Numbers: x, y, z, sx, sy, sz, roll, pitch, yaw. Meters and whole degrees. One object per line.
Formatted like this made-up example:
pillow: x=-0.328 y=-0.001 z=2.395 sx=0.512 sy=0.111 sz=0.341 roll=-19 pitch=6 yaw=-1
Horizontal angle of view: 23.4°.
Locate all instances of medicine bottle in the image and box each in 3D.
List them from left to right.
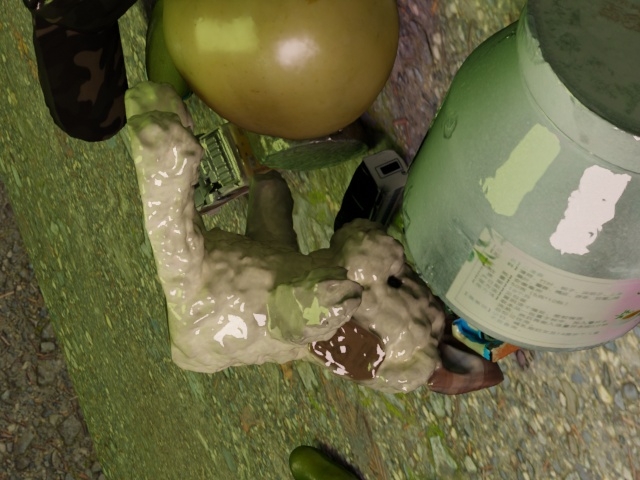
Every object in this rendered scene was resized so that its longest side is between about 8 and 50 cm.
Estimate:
medicine bottle: x=0.210 y=-0.079 z=1.217 sx=0.245 sy=0.245 sz=0.290 roll=59 pitch=156 yaw=21

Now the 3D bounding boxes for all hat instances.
hat: x=-0.282 y=-0.339 z=2.156 sx=0.366 sy=0.257 sz=0.381 roll=-77 pitch=-33 yaw=-47

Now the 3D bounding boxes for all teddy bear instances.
teddy bear: x=0.000 y=0.000 z=1.641 sx=0.327 sy=0.362 sz=0.375 roll=-114 pitch=16 yaw=-69

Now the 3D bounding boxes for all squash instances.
squash: x=-0.192 y=-0.293 z=2.131 sx=0.094 sy=0.094 sz=0.341 roll=62 pitch=160 yaw=14

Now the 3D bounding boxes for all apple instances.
apple: x=-0.042 y=-0.232 z=1.644 sx=0.262 sy=0.262 sz=0.262 roll=48 pitch=150 yaw=40

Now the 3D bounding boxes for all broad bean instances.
broad bean: x=0.042 y=0.360 z=2.239 sx=0.318 sy=0.056 sz=0.098 roll=9 pitch=112 yaw=58

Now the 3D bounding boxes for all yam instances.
yam: x=-0.070 y=-0.220 z=1.867 sx=0.330 sy=0.133 sz=0.133 roll=62 pitch=157 yaw=17

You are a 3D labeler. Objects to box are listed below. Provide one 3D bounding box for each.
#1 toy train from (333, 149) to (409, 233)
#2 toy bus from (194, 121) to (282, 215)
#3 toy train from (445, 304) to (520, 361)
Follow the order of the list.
toy train: x=0.057 y=-0.035 z=1.860 sx=0.055 sy=0.048 sz=0.252 roll=57 pitch=161 yaw=13
toy bus: x=-0.144 y=-0.097 z=2.130 sx=0.097 sy=0.138 sz=0.342 roll=67 pitch=157 yaw=0
toy train: x=0.181 y=0.029 z=1.569 sx=0.072 sy=0.099 sz=0.188 roll=38 pitch=142 yaw=46
